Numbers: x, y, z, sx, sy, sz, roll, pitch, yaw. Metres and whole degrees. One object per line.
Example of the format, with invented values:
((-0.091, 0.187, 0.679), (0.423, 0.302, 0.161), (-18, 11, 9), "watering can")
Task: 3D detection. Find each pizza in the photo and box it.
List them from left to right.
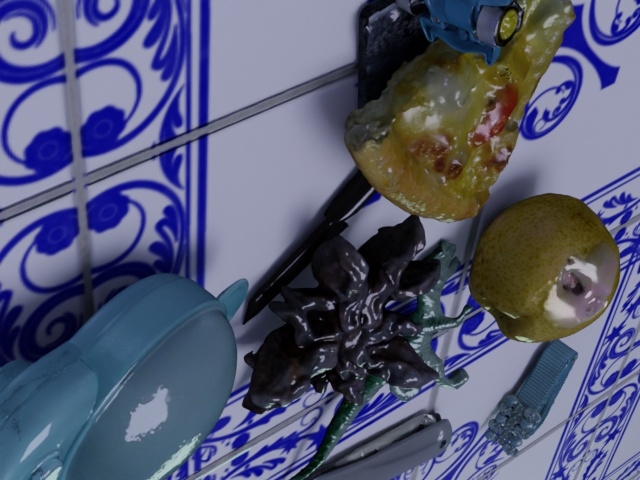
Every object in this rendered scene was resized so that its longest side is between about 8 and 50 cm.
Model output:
((0.150, -0.144, 1.083), (0.280, 0.075, 0.288), (8, 118, -56), "pizza")

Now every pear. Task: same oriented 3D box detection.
((0.253, 0.035, 1.374), (0.178, 0.178, 0.178), (-30, 146, -24), "pear")

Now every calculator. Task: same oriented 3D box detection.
((0.135, -0.199, 1.103), (0.262, 0.021, 0.161), (-30, 146, -24), "calculator")

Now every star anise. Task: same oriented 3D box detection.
((0.023, 0.088, 1.204), (0.212, 0.129, 0.283), (22, 110, -49), "star anise")

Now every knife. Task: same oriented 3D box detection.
((0.000, 0.000, 1.174), (0.230, 0.028, 0.060), (-47, 161, 6), "knife")
((0.072, 0.289, 1.576), (0.265, 0.040, 0.073), (-19, 129, -37), "knife")

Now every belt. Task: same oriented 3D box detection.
((0.319, 0.227, 1.780), (0.100, 0.065, 0.179), (-22, 140, -47), "belt")

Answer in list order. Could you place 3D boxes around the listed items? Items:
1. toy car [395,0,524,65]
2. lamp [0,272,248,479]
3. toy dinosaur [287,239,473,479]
((0.124, -0.228, 0.951), (0.098, 0.126, 0.161), (-48, 145, -19), "toy car")
((-0.175, 0.132, 0.994), (0.284, 0.147, 0.209), (-9, 136, -44), "lamp")
((0.093, 0.177, 1.419), (0.129, 0.076, 0.383), (20, 107, -22), "toy dinosaur")
